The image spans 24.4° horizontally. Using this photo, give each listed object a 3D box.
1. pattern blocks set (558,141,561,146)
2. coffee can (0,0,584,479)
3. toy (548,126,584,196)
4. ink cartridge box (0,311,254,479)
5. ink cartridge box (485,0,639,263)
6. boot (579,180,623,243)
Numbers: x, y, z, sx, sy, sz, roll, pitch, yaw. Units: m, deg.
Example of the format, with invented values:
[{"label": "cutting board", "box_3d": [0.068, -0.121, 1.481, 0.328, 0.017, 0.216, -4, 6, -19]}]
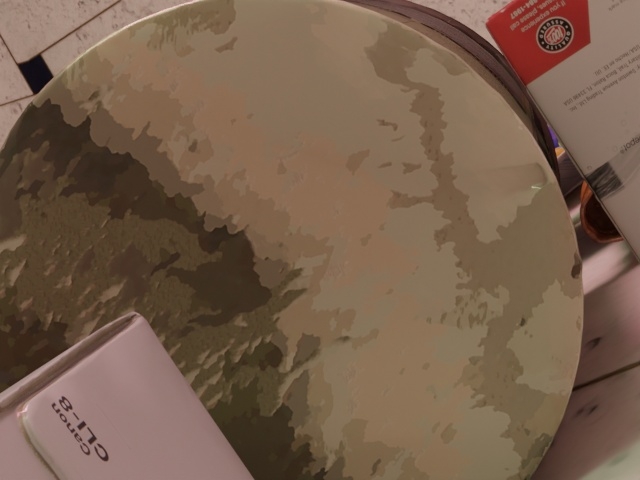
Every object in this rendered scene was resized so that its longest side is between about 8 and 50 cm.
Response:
[{"label": "pattern blocks set", "box_3d": [0.129, -0.035, 1.067, 0.325, 0.026, 0.285, -30, -6, -18]}, {"label": "coffee can", "box_3d": [0.000, 0.000, 0.601, 0.201, 0.201, 0.275, -35, 3, 11]}, {"label": "toy", "box_3d": [0.090, -0.017, 0.882, 0.237, 0.056, 0.137, -47, -12, 21]}, {"label": "ink cartridge box", "box_3d": [-0.096, 0.126, 0.387, 0.176, 0.128, 0.127, -33, 3, 16]}, {"label": "ink cartridge box", "box_3d": [0.144, -0.057, 0.558, 0.099, 0.135, 0.056, -32, 1, 36]}, {"label": "boot", "box_3d": [0.211, -0.073, 0.733, 0.197, 0.073, 0.152, -47, -4, 25]}]
